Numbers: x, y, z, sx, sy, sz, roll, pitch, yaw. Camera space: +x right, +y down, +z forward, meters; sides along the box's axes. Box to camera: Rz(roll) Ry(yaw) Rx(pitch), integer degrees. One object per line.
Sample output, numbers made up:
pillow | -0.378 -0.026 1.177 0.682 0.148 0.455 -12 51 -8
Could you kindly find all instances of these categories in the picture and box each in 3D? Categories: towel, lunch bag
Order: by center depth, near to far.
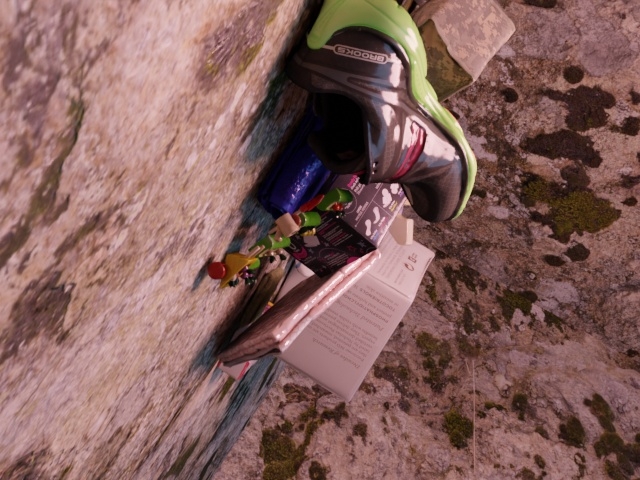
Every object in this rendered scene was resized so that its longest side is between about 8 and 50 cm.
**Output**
towel | -0.001 -0.171 1.290 0.308 0.076 0.227 -58 177 -5
lunch bag | 0.188 -0.351 1.450 0.287 0.169 0.235 -25 -161 47
towel | -0.050 0.147 1.618 0.317 0.053 0.332 -41 -174 -30
towel | -0.136 0.131 1.754 0.148 0.027 0.110 -60 173 10

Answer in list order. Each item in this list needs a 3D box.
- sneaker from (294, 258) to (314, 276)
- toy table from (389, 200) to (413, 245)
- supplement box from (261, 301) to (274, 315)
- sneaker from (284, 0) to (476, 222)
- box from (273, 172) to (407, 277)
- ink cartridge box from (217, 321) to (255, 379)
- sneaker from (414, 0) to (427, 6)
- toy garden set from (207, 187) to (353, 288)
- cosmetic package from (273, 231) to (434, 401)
sneaker | 0.000 0.000 1.896 0.085 0.086 0.237 -6 128 -40
toy table | 0.185 -0.115 2.046 0.274 0.160 0.252 -11 99 -46
supplement box | -0.144 0.203 1.931 0.083 0.043 0.055 -58 173 -27
sneaker | 0.085 -0.165 1.139 0.202 0.185 0.483 -46 139 -4
box | 0.036 -0.054 1.487 0.163 0.142 0.247 -58 -167 -27
ink cartridge box | -0.175 0.252 1.819 0.109 0.063 0.150 -62 174 14
sneaker | 0.262 -0.573 1.489 0.234 0.078 0.106 -58 176 -2
toy garden set | -0.060 0.004 1.225 0.244 0.049 0.204 -35 174 12
cosmetic package | 0.073 0.163 2.177 0.394 0.327 0.329 -63 173 29
